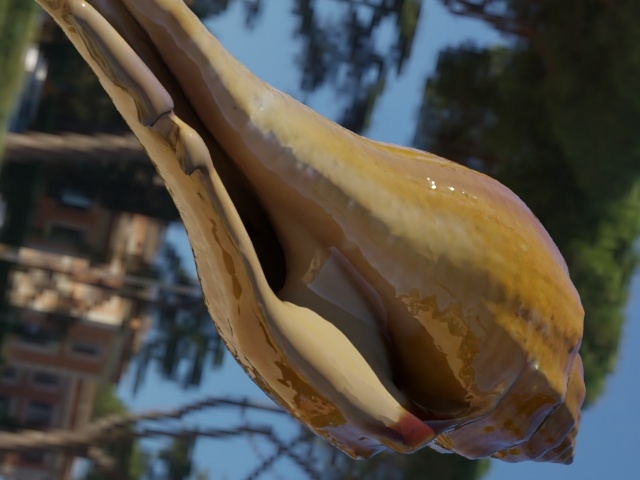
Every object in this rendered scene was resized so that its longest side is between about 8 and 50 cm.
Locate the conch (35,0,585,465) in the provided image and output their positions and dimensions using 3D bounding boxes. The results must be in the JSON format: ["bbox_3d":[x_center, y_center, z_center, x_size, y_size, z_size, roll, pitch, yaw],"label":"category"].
[{"bbox_3d":[-0.003,-0.001,0.651,0.093,0.330,0.109,17,-108,53],"label":"conch"}]
